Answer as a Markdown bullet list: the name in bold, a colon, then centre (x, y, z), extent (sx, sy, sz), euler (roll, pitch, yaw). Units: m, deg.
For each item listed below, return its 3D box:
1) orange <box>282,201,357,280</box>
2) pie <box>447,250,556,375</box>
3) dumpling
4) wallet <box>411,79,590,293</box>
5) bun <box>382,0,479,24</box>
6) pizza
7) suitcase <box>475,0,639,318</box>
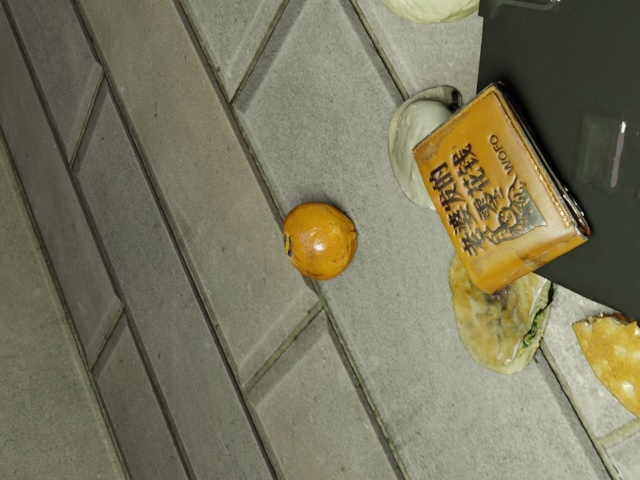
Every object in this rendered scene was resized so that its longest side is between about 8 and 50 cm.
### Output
- **orange**: centre (0.000, 0.001, 1.624), extent (0.135, 0.117, 0.135), euler (177, 90, -70)
- **pie**: centre (0.242, 0.070, 1.334), extent (0.185, 0.052, 0.218), euler (45, 134, 48)
- **dumpling**: centre (0.152, -0.127, 1.362), extent (0.150, 0.092, 0.176), euler (-22, 81, 55)
- **wallet**: centre (0.186, -0.054, 1.053), extent (0.161, 0.042, 0.195), euler (-40, 70, 51)
- **bun**: centre (0.169, -0.366, 1.214), extent (0.220, 0.134, 0.220), euler (-34, 46, 44)
- **pizza**: centre (0.392, 0.154, 1.124), extent (0.246, 0.058, 0.127), euler (19, 118, 55)
- **suitcase**: centre (0.309, -0.117, 1.037), extent (0.339, 0.188, 0.345), euler (32, 125, 50)
